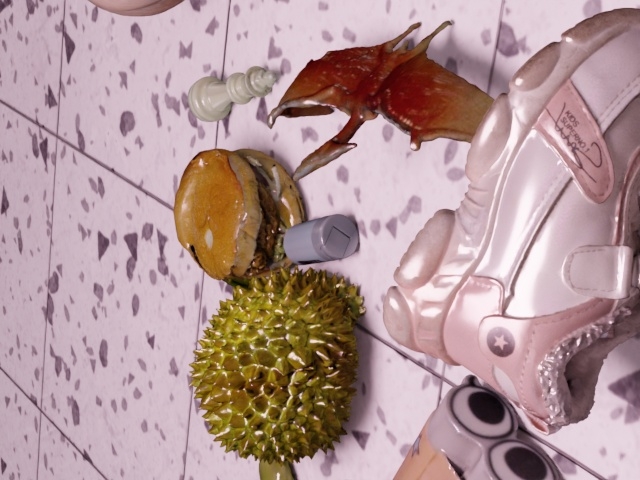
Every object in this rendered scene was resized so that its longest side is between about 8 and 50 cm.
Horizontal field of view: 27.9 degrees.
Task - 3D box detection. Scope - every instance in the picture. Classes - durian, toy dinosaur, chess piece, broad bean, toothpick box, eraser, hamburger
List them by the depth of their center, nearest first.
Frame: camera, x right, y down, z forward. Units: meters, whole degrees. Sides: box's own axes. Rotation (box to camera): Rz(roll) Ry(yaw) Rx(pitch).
[{"bbox_3d":[0.080,-0.131,1.300,0.327,0.113,0.206,-13,45,36],"label":"toy dinosaur"},{"bbox_3d":[0.125,0.296,1.313,0.171,0.087,0.290,54,136,34],"label":"eraser"},{"bbox_3d":[-0.048,0.146,1.467,0.200,0.176,0.237,24,107,21],"label":"durian"},{"bbox_3d":[0.000,0.000,1.477,0.083,0.052,0.052,-13,84,57],"label":"toothpick box"},{"bbox_3d":[-0.090,-0.032,1.563,0.185,0.113,0.177,-46,52,39],"label":"hamburger"},{"bbox_3d":[-0.101,-0.187,1.600,0.149,0.059,0.059,-9,87,49],"label":"chess piece"},{"bbox_3d":[-0.055,0.302,1.610,0.063,0.045,0.083,134,131,-63],"label":"broad bean"}]

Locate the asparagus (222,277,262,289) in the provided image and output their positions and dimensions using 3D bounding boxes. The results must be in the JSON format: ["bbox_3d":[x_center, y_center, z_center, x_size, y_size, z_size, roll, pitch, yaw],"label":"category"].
[{"bbox_3d":[-0.107,0.046,1.658,0.236,0.027,0.034,20,106,53],"label":"asparagus"}]

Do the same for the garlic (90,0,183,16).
[{"bbox_3d":[-0.218,-0.422,1.568,0.322,0.241,0.322,172,90,-70],"label":"garlic"}]

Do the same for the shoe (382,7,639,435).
[{"bbox_3d":[0.220,-0.012,1.070,0.198,0.172,0.351,39,112,23],"label":"shoe"}]
